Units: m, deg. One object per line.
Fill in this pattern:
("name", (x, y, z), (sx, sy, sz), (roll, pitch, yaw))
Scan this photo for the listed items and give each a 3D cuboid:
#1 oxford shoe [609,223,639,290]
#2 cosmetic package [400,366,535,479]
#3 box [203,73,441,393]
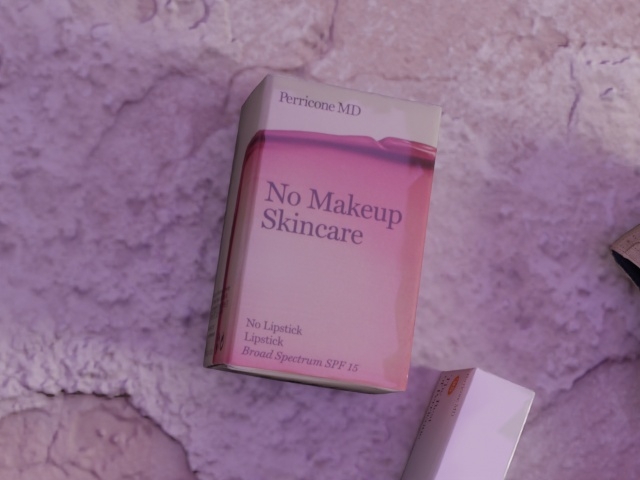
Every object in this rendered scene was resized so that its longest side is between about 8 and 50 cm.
("oxford shoe", (0.374, 0.152, 1.156), (0.146, 0.140, 0.397), (-22, 80, -5))
("cosmetic package", (0.094, 0.224, 1.092), (0.060, 0.099, 0.239), (24, 78, -9))
("box", (0.000, 0.000, 1.082), (0.148, 0.127, 0.232), (9, 82, -11))
